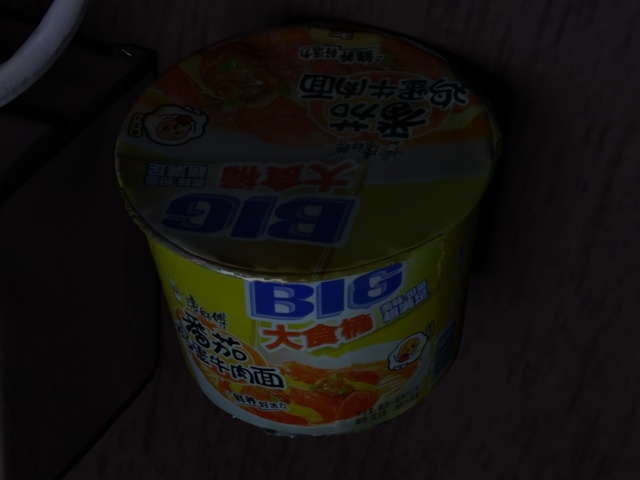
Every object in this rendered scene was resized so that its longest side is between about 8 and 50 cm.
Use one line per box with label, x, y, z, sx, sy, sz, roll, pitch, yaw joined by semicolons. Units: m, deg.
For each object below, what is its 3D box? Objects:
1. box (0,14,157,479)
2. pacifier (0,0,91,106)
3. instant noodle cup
box;-0.208;0.013;1.201;0.153;0.188;0.252;21;133;20
pacifier;-0.246;-0.162;1.105;0.227;0.279;0.207;35;171;-10
instant noodle cup;0.000;0.000;1.058;0.205;0.205;0.153;17;139;23
